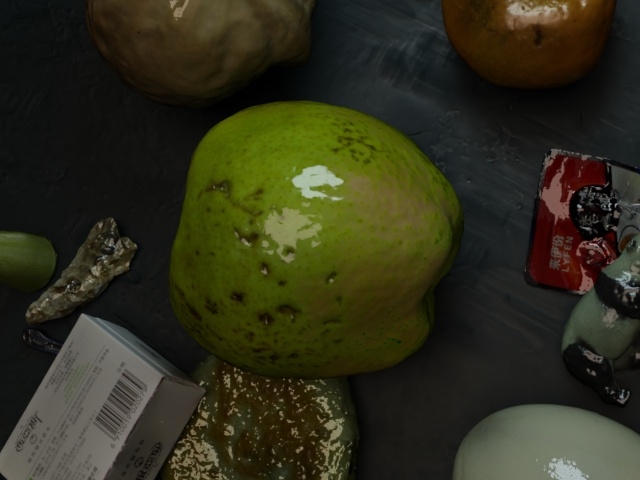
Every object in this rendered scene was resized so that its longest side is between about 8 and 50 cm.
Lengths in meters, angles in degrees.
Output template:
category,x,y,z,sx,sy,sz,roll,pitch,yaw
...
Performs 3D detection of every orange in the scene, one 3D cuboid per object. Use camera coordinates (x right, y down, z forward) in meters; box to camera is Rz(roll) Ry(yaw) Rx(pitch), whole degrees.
category,x,y,z,sx,sy,sz,roll,pitch,yaw
orange,0.278,-0.312,1.378,0.248,0.183,0.249,-4,62,8

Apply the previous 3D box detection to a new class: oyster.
category,x,y,z,sx,sy,sz,roll,pitch,yaw
oyster,-0.356,0.056,1.532,0.106,0.061,0.200,25,88,14

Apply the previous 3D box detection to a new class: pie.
category,x,y,z,sx,sy,sz,roll,pitch,yaw
pie,-0.086,0.291,1.431,0.323,0.070,0.323,-3,80,18

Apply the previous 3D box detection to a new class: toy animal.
category,x,y,z,sx,sy,sz,roll,pitch,yaw
toy animal,0.395,0.092,1.313,0.121,0.094,0.225,31,115,15

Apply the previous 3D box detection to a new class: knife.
category,x,y,z,sx,sy,sz,roll,pitch,yaw
knife,-0.400,0.160,1.550,0.121,0.018,0.031,15,87,13

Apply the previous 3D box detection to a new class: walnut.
category,x,y,z,sx,sy,sz,roll,pitch,yaw
walnut,-0.157,-0.354,1.393,0.381,0.381,0.381,-2,81,13

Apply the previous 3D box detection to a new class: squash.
category,x,y,z,sx,sy,sz,roll,pitch,yaw
squash,-0.484,0.026,1.487,0.094,0.224,0.094,-2,85,19

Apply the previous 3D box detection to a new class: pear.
category,x,y,z,sx,sy,sz,roll,pitch,yaw
pear,0.000,0.000,1.311,0.391,0.391,0.391,-2,81,13

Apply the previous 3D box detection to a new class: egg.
category,x,y,z,sx,sy,sz,roll,pitch,yaw
egg,0.309,0.347,1.218,0.283,0.283,0.345,-42,71,4

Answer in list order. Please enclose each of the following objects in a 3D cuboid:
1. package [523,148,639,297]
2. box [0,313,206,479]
category,x,y,z,sx,sy,sz,roll,pitch,yaw
package,0.417,-0.008,1.361,0.269,0.071,0.194,10,89,23
box,-0.312,0.264,1.440,0.194,0.111,0.260,31,92,35
